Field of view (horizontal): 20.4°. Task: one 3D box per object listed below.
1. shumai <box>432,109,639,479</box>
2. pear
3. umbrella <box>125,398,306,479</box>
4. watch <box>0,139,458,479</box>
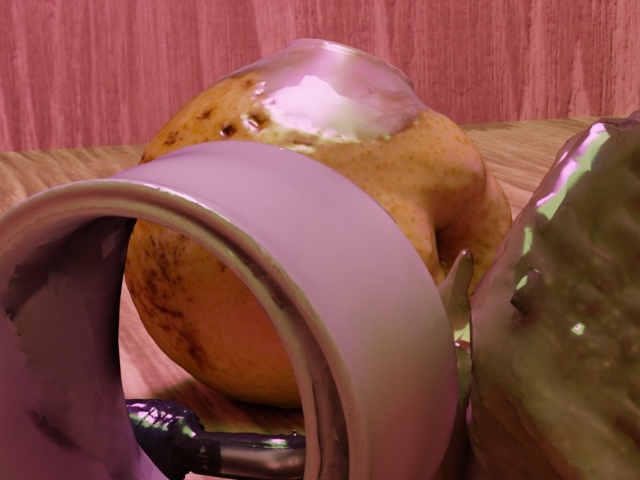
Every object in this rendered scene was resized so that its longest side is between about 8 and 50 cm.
[{"bbox_3d":[0.178,0.102,0.860,0.314,0.267,0.262,24,-27,-10],"label":"shumai"},{"bbox_3d":[0.000,0.000,1.251,0.271,0.271,0.271,-2,9,0],"label":"pear"},{"bbox_3d":[-0.120,0.114,1.056,0.248,0.071,0.071,1,10,26],"label":"umbrella"},{"bbox_3d":[-0.079,0.082,0.742,0.244,0.231,0.196,1,15,27],"label":"watch"}]
